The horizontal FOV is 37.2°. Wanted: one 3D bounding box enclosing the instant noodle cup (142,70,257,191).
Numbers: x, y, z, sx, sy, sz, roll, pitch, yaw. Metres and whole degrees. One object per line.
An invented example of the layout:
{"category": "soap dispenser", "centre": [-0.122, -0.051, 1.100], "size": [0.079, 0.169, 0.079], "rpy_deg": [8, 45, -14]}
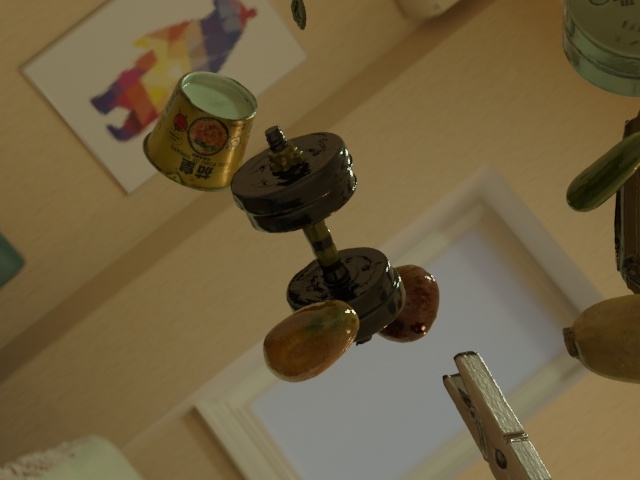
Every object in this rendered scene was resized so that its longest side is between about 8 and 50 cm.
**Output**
{"category": "instant noodle cup", "centre": [-0.196, -0.193, 1.623], "size": [0.182, 0.144, 0.182], "rpy_deg": [19, 35, -14]}

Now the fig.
{"category": "fig", "centre": [0.158, 0.137, 2.044], "size": [0.175, 0.175, 0.207], "rpy_deg": [52, 25, 22]}

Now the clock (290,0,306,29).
{"category": "clock", "centre": [-0.044, -0.468, 1.938], "size": [0.074, 0.010, 0.083], "rpy_deg": [99, -27, -49]}

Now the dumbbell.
{"category": "dumbbell", "centre": [0.000, 0.000, 1.430], "size": [0.388, 0.185, 0.185], "rpy_deg": [67, -8, -27]}

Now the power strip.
{"category": "power strip", "centre": [0.692, -0.481, 1.999], "size": [0.357, 0.357, 0.161], "rpy_deg": [52, -7, 25]}

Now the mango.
{"category": "mango", "centre": [-0.009, 0.129, 1.270], "size": [0.115, 0.165, 0.089], "rpy_deg": [-4, 59, -55]}

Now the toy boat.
{"category": "toy boat", "centre": [0.655, -0.064, 1.804], "size": [0.162, 0.136, 0.446], "rpy_deg": [21, -50, 40]}

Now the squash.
{"category": "squash", "centre": [0.493, -0.118, 1.613], "size": [0.066, 0.201, 0.066], "rpy_deg": [20, 44, -21]}

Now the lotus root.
{"category": "lotus root", "centre": [0.524, 0.151, 1.450], "size": [0.131, 0.303, 0.146], "rpy_deg": [7, 83, -72]}

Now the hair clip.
{"category": "hair clip", "centre": [0.363, 0.385, 1.974], "size": [0.085, 0.101, 0.331], "rpy_deg": [1, 43, -34]}
